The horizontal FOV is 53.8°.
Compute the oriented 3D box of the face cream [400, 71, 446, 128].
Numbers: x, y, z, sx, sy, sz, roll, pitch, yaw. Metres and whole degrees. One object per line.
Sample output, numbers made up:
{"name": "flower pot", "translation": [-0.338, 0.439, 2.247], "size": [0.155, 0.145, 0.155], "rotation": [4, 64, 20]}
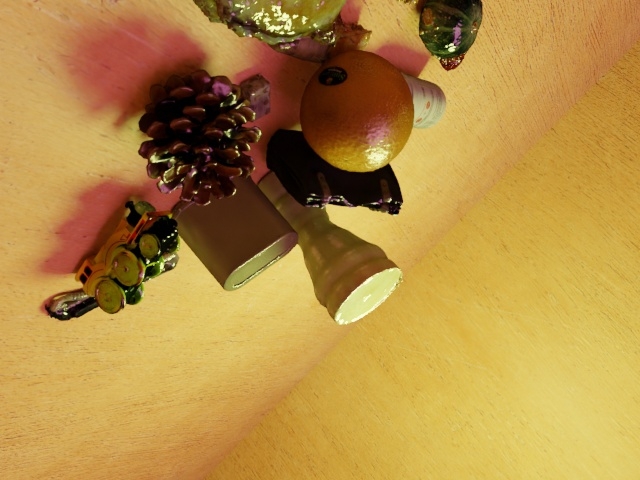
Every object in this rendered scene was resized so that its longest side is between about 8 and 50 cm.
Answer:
{"name": "face cream", "translation": [0.208, -0.395, 1.745], "size": [0.369, 0.145, 0.145], "rotation": [-4, 137, -55]}

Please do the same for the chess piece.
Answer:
{"name": "chess piece", "translation": [0.000, 0.000, 1.719], "size": [0.234, 0.442, 0.234], "rotation": [-31, 153, -18]}

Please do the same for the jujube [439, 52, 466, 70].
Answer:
{"name": "jujube", "translation": [0.377, -0.546, 1.808], "size": [0.104, 0.104, 0.166], "rotation": [-38, 159, -12]}

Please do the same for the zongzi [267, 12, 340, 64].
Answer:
{"name": "zongzi", "translation": [-0.025, -0.469, 1.328], "size": [0.160, 0.078, 0.176], "rotation": [-8, 130, -54]}

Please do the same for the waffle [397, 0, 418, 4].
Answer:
{"name": "waffle", "translation": [0.249, -0.659, 1.457], "size": [0.228, 0.051, 0.231], "rotation": [-21, 148, -41]}

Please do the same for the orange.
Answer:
{"name": "orange", "translation": [0.084, -0.295, 1.447], "size": [0.274, 0.274, 0.274], "rotation": [-35, 157, -18]}

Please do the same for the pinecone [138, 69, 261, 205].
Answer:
{"name": "pinecone", "translation": [-0.244, -0.189, 1.253], "size": [0.264, 0.264, 0.264], "rotation": [-35, 157, -18]}

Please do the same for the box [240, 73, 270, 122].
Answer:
{"name": "box", "translation": [-0.146, -0.320, 1.425], "size": [0.062, 0.045, 0.098], "rotation": [-34, 155, -21]}

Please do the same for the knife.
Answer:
{"name": "knife", "translation": [-0.515, 0.117, 1.612], "size": [0.365, 0.043, 0.089], "rotation": [-26, 154, -35]}

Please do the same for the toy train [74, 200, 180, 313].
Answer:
{"name": "toy train", "translation": [-0.438, 0.036, 1.445], "size": [0.296, 0.160, 0.100], "rotation": [-49, 166, 22]}

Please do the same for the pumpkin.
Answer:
{"name": "pumpkin", "translation": [0.338, -0.569, 1.634], "size": [0.190, 0.146, 0.190], "rotation": [-20, 114, -54]}

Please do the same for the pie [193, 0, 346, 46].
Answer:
{"name": "pie", "translation": [-0.045, -0.540, 1.041], "size": [0.395, 0.180, 0.418], "rotation": [-18, 139, -48]}

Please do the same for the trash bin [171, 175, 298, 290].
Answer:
{"name": "trash bin", "translation": [-0.217, -0.029, 1.573], "size": [0.243, 0.247, 0.121], "rotation": [-35, 155, -15]}

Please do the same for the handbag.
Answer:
{"name": "handbag", "translation": [0.047, -0.153, 1.578], "size": [0.342, 0.288, 0.152], "rotation": [4, 119, -17]}

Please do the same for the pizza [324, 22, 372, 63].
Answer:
{"name": "pizza", "translation": [0.061, -0.462, 1.508], "size": [0.134, 0.046, 0.175], "rotation": [-38, 158, -4]}
